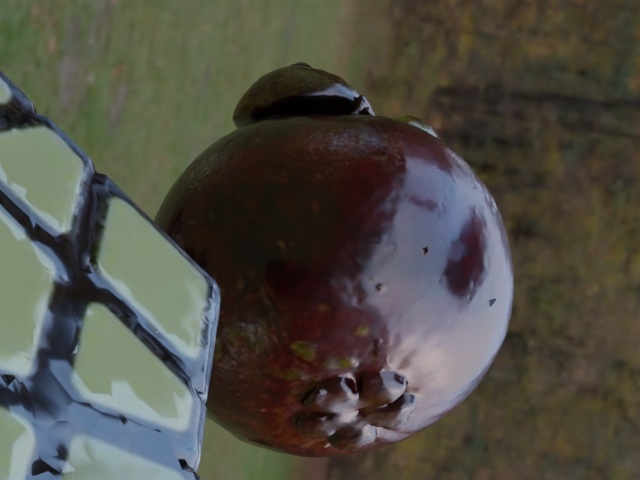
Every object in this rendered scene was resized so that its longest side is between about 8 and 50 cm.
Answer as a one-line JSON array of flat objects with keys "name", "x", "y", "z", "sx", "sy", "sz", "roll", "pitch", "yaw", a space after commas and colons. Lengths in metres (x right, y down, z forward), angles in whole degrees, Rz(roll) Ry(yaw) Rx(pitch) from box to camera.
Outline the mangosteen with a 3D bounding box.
[{"name": "mangosteen", "x": 0.000, "y": 0.000, "z": 1.016, "sx": 0.215, "sy": 0.215, "sz": 0.257, "roll": 97, "pitch": -12, "yaw": -47}]

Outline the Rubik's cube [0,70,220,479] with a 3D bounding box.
[{"name": "Rubik's cube", "x": -0.175, "y": 0.080, "z": 0.467, "sx": 0.319, "sy": 0.319, "sz": 0.264, "roll": -41, "pitch": 119, "yaw": -85}]
